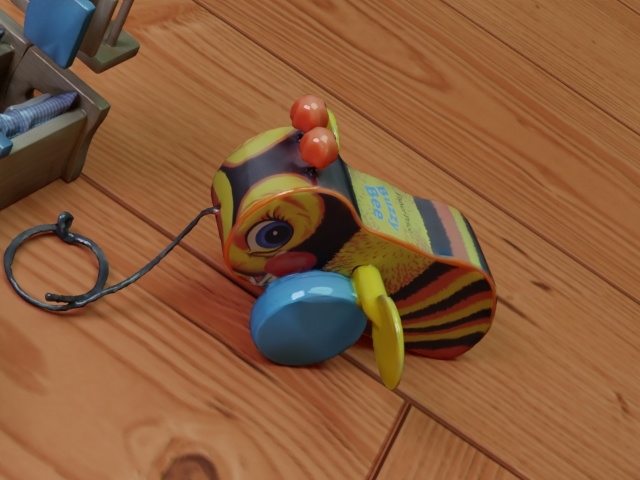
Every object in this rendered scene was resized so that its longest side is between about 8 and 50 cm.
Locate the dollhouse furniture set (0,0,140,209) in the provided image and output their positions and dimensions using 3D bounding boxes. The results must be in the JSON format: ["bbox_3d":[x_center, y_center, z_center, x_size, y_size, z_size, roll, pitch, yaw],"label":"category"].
[{"bbox_3d":[-0.192,-0.116,0.684,0.129,0.184,0.129,40,38,8],"label":"dollhouse furniture set"}]

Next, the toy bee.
[{"bbox_3d":[0.000,0.000,0.719,0.298,0.162,0.195,-10,57,-42],"label":"toy bee"}]
